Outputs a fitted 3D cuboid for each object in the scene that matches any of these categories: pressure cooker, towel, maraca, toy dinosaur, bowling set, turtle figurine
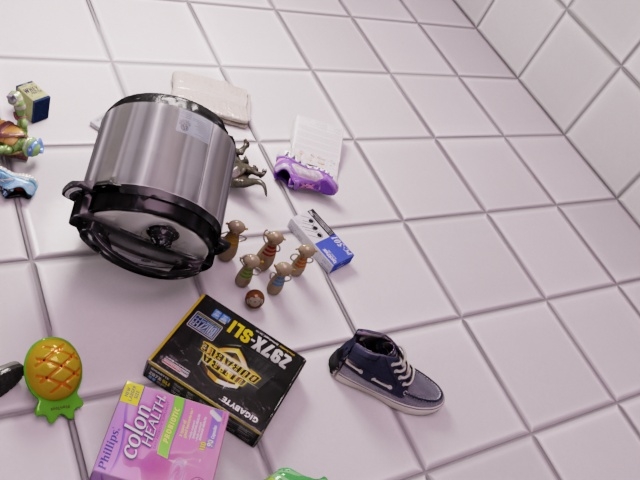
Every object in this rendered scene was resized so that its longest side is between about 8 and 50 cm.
[{"bbox_3d":[-0.421,-0.113,1.740,0.369,0.375,0.421,3,64,6],"label":"pressure cooker"},{"bbox_3d":[-0.374,-0.486,2.360,0.282,0.049,0.187,11,46,-19],"label":"towel"},{"bbox_3d":[-0.581,0.303,1.503,0.127,0.099,0.186,-4,75,-39],"label":"maraca"},{"bbox_3d":[-0.272,-0.226,2.153,0.160,0.121,0.314,-22,67,-26],"label":"toy dinosaur"},{"bbox_3d":[-0.144,0.077,1.892,0.287,0.154,0.200,11,47,-19],"label":"bowling set"},{"bbox_3d":[-0.884,-0.318,1.809,0.266,0.198,0.274,23,11,12],"label":"turtle figurine"}]

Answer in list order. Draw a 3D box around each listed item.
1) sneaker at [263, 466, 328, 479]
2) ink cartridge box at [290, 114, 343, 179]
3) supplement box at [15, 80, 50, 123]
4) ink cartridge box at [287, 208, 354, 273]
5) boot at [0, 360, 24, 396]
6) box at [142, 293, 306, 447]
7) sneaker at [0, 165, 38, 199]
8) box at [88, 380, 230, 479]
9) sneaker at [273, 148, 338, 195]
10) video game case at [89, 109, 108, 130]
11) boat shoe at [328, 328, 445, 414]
[{"bbox_3d":[-0.102,0.574,1.519,0.295,0.109,0.123,8,25,-20],"label":"sneaker"},{"bbox_3d":[-0.019,-0.317,2.408,0.181,0.056,0.225,15,64,-15],"label":"ink cartridge box"},{"bbox_3d":[-0.844,-0.406,2.013,0.083,0.083,0.056,40,43,12],"label":"supplement box"},{"bbox_3d":[0.000,0.000,2.117,0.097,0.046,0.207,-25,66,-39],"label":"ink cartridge box"},{"bbox_3d":[-0.767,0.279,1.439,0.161,0.083,0.246,43,43,21],"label":"boot"},{"bbox_3d":[-0.228,0.312,1.692,0.322,0.079,0.257,33,42,3],"label":"box"},{"bbox_3d":[-0.830,-0.148,1.803,0.162,0.063,0.073,10,50,-19],"label":"sneaker"},{"bbox_3d":[-0.343,0.451,1.474,0.242,0.117,0.214,20,45,-10],"label":"box"},{"bbox_3d":[-0.057,-0.199,2.244,0.236,0.095,0.104,27,50,4],"label":"sneaker"},{"bbox_3d":[-0.612,-0.360,2.142,0.143,0.019,0.157,35,43,4],"label":"video game case"},{"bbox_3d":[0.202,0.350,1.824,0.340,0.158,0.127,20,45,-10],"label":"boat shoe"}]
